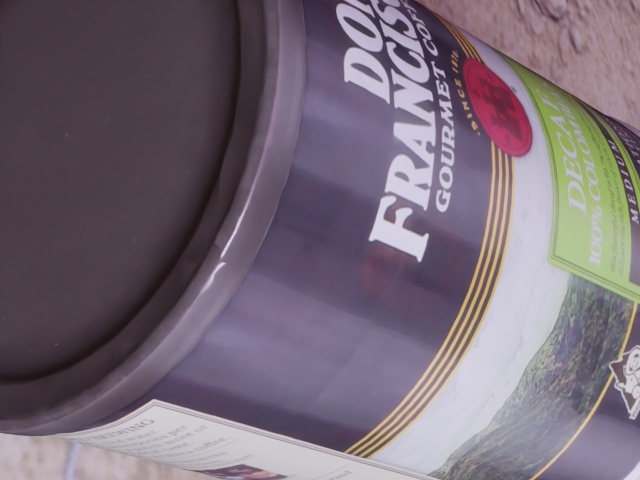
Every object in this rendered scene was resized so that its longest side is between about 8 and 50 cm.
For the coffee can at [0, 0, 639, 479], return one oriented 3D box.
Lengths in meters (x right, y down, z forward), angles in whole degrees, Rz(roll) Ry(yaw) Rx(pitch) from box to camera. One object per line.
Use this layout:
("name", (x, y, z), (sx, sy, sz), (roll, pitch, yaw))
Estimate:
("coffee can", (0.000, 0.000, 0.657), (0.275, 0.201, 0.201), (22, 61, -45))
